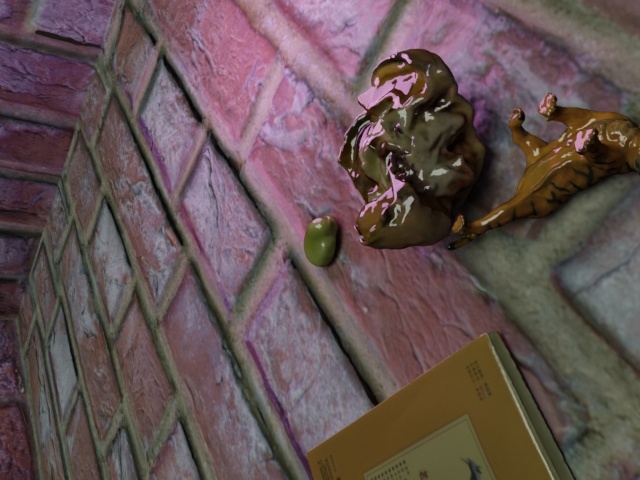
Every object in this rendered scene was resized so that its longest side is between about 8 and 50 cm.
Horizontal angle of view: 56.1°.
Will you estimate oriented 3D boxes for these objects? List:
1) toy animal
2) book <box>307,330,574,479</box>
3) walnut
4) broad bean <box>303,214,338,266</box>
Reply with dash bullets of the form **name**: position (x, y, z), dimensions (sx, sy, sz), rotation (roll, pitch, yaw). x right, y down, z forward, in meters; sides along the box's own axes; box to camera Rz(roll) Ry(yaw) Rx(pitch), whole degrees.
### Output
- **toy animal**: position (0.230, -0.059, 0.630), dimensions (0.255, 0.116, 0.114), rotation (-39, 32, 48)
- **book**: position (0.129, 0.317, 0.733), dimensions (0.389, 0.032, 0.269), rotation (-45, 53, 38)
- **walnut**: position (0.112, -0.102, 0.738), dimensions (0.204, 0.141, 0.238), rotation (-174, 95, -69)
- **broad bean**: position (0.000, 0.000, 0.939), dimensions (0.063, 0.045, 0.083), rotation (26, 113, 38)
